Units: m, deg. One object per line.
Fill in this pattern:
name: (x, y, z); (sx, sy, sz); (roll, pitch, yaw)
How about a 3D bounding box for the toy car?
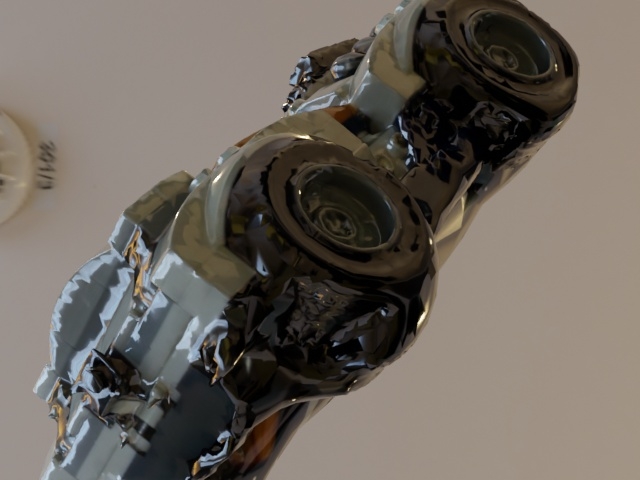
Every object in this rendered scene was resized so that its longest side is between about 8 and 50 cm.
toy car: (-0.001, -0.002, 0.720); (0.118, 0.193, 0.301); (36, -137, 4)
